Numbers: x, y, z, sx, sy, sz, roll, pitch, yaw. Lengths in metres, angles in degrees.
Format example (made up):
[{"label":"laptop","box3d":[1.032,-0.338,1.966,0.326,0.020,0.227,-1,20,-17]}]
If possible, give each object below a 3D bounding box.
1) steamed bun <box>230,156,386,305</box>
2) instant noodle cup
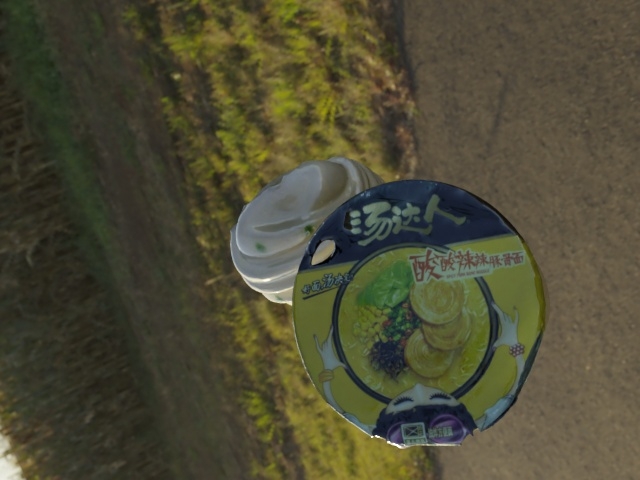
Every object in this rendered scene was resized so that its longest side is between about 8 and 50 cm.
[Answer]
[{"label":"steamed bun","box3d":[0.000,0.000,0.974,0.183,0.182,0.106,92,155,-52]},{"label":"instant noodle cup","box3d":[0.115,0.061,0.826,0.216,0.215,0.236,59,-161,15]}]
